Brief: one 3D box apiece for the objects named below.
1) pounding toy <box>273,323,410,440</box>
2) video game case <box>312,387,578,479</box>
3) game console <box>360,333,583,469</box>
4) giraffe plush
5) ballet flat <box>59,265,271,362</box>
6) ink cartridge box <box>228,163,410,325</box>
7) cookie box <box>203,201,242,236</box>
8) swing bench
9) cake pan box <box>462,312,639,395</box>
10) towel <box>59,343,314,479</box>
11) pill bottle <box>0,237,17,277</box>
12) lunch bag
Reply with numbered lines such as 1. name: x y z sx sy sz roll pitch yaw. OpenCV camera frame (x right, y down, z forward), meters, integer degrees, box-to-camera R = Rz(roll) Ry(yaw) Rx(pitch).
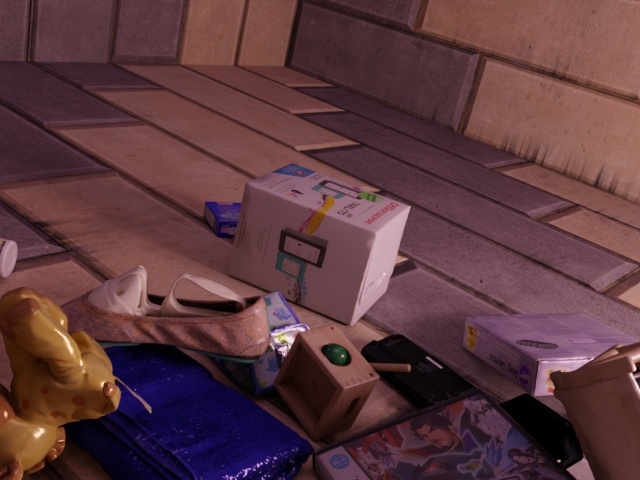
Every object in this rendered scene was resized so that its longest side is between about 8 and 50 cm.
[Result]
1. pounding toy: 0.028 0.191 1.043 0.100 0.141 0.130 -8 44 -42
2. video game case: 0.165 0.307 0.923 0.274 0.035 0.248 -14 32 -23
3. game console: 0.222 0.250 1.168 0.213 0.044 0.361 -6 30 -42
4. giraffe plush: -0.327 0.180 0.841 0.210 0.170 0.181 45 -11 4
5. ballet flat: -0.223 0.092 1.030 0.315 0.106 0.107 7 17 -6
6. ink cartridge box: 0.000 0.000 1.427 0.270 0.197 0.198 21 24 18
7. cookie box: -0.198 -0.047 1.633 0.091 0.040 0.107 1 26 -28
8. swing bench: 0.428 0.261 0.945 0.254 0.165 0.253 -9 75 -40
9. cake pan box: 0.420 0.189 1.290 0.266 0.070 0.246 0 13 -18
10. towel: -0.187 0.225 0.947 0.308 0.076 0.227 28 27 31
11. pill bottle: -0.571 0.020 1.229 0.116 0.065 0.065 12 22 -4
12. lunch bag: -0.087 0.162 1.141 0.128 0.096 0.151 -9 54 -42
